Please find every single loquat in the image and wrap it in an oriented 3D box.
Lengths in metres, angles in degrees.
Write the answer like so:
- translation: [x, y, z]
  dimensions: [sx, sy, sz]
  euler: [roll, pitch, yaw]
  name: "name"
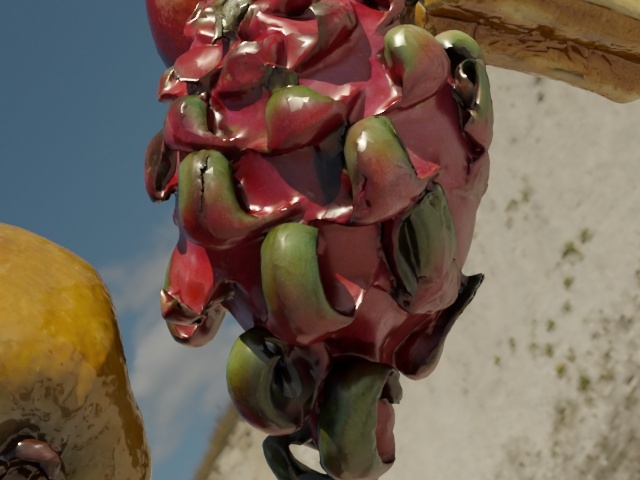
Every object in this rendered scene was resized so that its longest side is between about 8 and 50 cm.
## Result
- translation: [-0.171, 0.087, 0.640]
  dimensions: [0.176, 0.234, 0.187]
  euler: [-30, -63, -7]
  name: "loquat"

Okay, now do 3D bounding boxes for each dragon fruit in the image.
- translation: [-0.007, -0.007, 0.681]
  dimensions: [0.218, 0.198, 0.273]
  euler: [-17, 54, 56]
  name: "dragon fruit"

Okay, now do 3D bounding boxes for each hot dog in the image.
- translation: [0.159, -0.170, 0.960]
  dimensions: [0.102, 0.249, 0.076]
  euler: [131, 143, -50]
  name: "hot dog"

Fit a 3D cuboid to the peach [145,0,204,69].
- translation: [-0.060, -0.210, 1.231]
  dimensions: [0.199, 0.243, 0.243]
  euler: [-33, -7, 21]
  name: "peach"
